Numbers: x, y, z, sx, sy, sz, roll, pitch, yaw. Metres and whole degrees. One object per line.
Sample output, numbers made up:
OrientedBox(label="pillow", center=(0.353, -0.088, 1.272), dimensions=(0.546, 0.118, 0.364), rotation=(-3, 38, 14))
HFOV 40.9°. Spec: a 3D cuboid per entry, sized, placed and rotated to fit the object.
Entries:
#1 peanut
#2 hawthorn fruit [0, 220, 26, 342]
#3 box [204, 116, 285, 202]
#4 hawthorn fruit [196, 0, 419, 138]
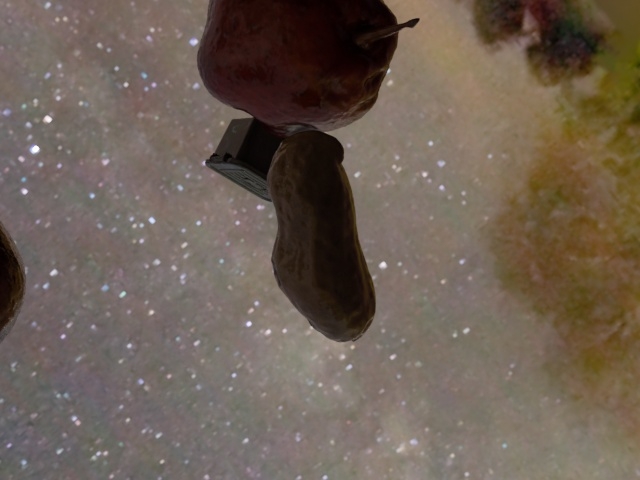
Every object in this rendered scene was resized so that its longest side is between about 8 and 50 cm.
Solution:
OrientedBox(label="peanut", center=(0.000, 0.000, 0.836), dimensions=(0.099, 0.099, 0.214), rotation=(-43, -51, -65))
OrientedBox(label="hawthorn fruit", center=(-0.338, 0.020, 0.711), dimensions=(0.169, 0.169, 0.188), rotation=(20, -145, -49))
OrientedBox(label="box", center=(-0.072, -0.099, 1.062), dimensions=(0.122, 0.084, 0.069), rotation=(31, -104, -37))
OrientedBox(label="hawthorn fruit", center=(0.001, -0.206, 0.900), dimensions=(0.207, 0.243, 0.208), rotation=(-3, -86, -47))
